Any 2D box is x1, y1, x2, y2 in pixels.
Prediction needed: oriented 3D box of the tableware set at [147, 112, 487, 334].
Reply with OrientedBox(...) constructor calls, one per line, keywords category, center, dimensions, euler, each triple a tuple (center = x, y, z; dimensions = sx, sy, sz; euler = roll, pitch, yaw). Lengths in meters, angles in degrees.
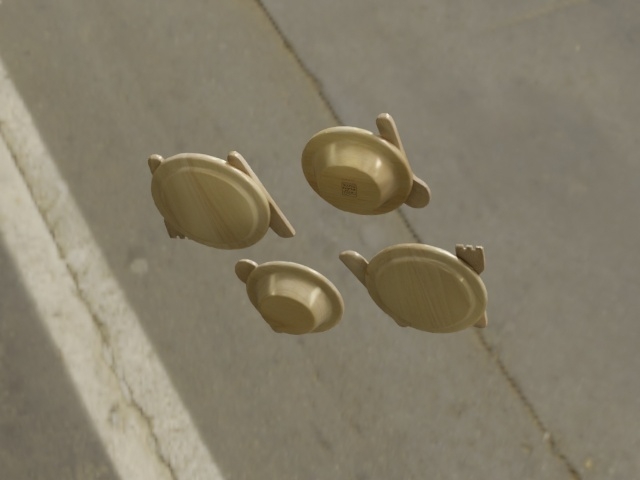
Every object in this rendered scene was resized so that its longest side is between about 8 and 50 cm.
OrientedBox(category="tableware set", center=(0.000, 0.000, 0.707), dimensions=(0.168, 0.141, 0.020), euler=(-7, 41, 30))
